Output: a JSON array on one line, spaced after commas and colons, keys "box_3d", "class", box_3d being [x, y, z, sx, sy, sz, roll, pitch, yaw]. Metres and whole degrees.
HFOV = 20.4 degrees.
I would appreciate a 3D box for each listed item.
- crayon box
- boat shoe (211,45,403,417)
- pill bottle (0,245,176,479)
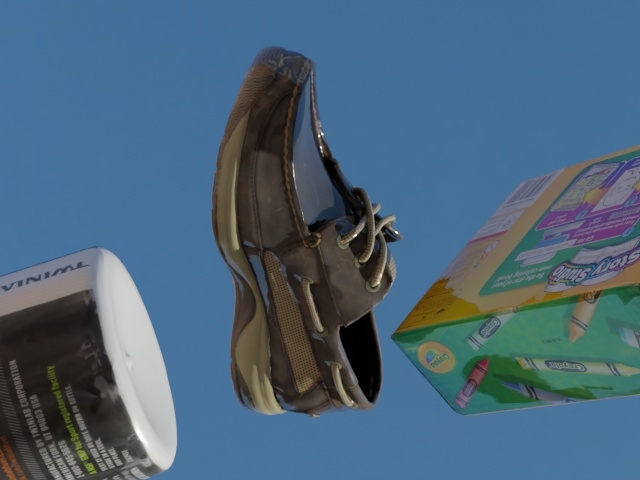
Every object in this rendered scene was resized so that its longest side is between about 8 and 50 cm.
[{"box_3d": [0.183, 0.019, 1.129, 0.081, 0.165, 0.278, 49, -27, -13], "class": "crayon box"}, {"box_3d": [0.000, 0.000, 1.365, 0.130, 0.132, 0.355, 8, -42, 11], "class": "boat shoe"}, {"box_3d": [-0.212, 0.098, 0.970, 0.246, 0.130, 0.130, -17, -85, 4], "class": "pill bottle"}]
